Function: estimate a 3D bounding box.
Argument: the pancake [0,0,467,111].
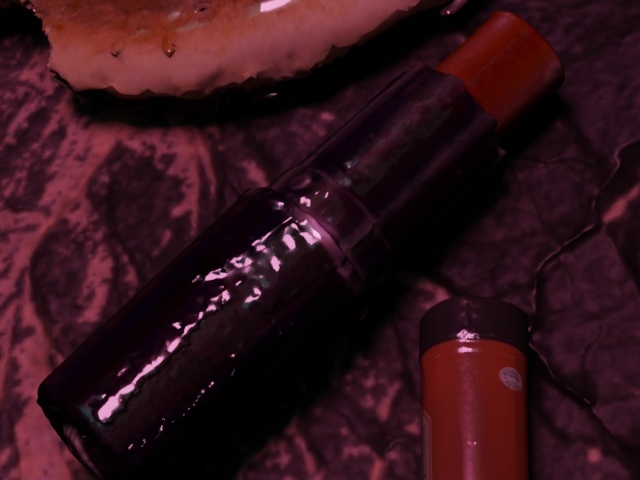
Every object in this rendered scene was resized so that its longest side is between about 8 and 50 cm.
[{"bbox_3d":[-0.059,-0.224,1.019,0.382,0.071,0.382,-7,56,11],"label":"pancake"}]

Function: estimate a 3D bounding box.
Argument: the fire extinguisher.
[{"bbox_3d":[0.069,0.110,0.782,0.062,0.050,0.177,15,56,-21],"label":"fire extinguisher"}]

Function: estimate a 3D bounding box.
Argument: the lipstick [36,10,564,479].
[{"bbox_3d":[0.000,0.000,0.851,0.299,0.081,0.081,-42,57,-17],"label":"lipstick"}]
